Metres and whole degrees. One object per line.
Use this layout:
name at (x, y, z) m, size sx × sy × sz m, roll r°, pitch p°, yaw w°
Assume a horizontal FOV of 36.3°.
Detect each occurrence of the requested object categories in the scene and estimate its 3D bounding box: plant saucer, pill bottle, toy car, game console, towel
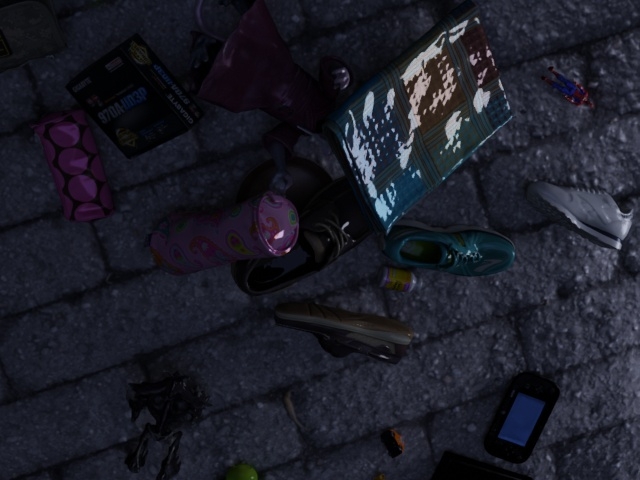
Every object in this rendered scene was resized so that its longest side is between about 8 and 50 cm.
plant saucer at (-0.064, -0.069, 1.847) m, size 0.199 × 0.036 × 0.198 m, roll -3°, pitch 107°, yaw -9°
pill bottle at (0.157, 0.078, 1.922) m, size 0.083 × 0.043 × 0.043 m, roll 13°, pitch 105°, yaw -12°
toy car at (0.138, 0.449, 2.050) m, size 0.041 × 0.060 × 0.122 m, roll -9°, pitch 137°, yaw -51°
game console at (0.380, 0.442, 2.071) m, size 0.213 × 0.044 × 0.361 m, roll 19°, pitch 103°, yaw -14°
towel at (0.184, -0.216, 1.735) m, size 0.370 × 0.040 × 0.271 m, roll -41°, pitch 128°, yaw -17°

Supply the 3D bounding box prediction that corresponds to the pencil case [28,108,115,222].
pencil case at (-0.440, -0.129, 1.743) m, size 0.098 × 0.095 × 0.209 m, roll -27°, pitch 112°, yaw -30°

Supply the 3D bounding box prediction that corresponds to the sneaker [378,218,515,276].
sneaker at (0.248, 0.028, 1.885) m, size 0.275 × 0.110 × 0.107 m, roll 5°, pitch 106°, yaw -11°

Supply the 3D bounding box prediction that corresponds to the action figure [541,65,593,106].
action figure at (0.476, -0.288, 1.865) m, size 0.115 × 0.030 × 0.038 m, roll 30°, pitch 96°, yaw -18°

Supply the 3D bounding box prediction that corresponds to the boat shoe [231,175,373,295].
boat shoe at (0.000, 0.000, 1.789) m, size 0.355 × 0.130 × 0.132 m, roll -36°, pitch 109°, yaw 4°

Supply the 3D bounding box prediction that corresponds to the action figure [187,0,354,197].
action figure at (-0.080, -0.262, 1.729) m, size 0.248 × 0.275 × 0.370 m, roll -46°, pitch 127°, yaw 12°

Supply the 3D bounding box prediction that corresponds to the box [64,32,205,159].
box at (-0.320, -0.241, 1.670) m, size 0.175 × 0.220 × 0.051 m, roll 51°, pitch 55°, yaw -19°

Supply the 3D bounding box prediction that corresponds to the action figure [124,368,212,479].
action figure at (-0.302, 0.331, 1.885) m, size 0.164 × 0.141 × 0.275 m, roll 14°, pitch 120°, yaw -10°

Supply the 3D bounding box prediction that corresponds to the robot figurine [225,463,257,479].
robot figurine at (-0.162, 0.509, 1.997) m, size 0.101 × 0.067 × 0.115 m, roll 4°, pitch 107°, yaw 3°

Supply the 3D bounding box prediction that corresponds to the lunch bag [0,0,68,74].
lunch bag at (-0.569, -0.405, 1.599) m, size 0.235 × 0.169 × 0.287 m, roll -19°, pitch 117°, yaw -6°

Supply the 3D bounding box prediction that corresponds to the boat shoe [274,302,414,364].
boat shoe at (0.042, 0.186, 1.910) m, size 0.285 × 0.103 × 0.092 m, roll 11°, pitch 101°, yaw -18°

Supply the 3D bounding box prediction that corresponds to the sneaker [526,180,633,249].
sneaker at (0.509, -0.068, 1.918) m, size 0.235 × 0.090 × 0.094 m, roll 27°, pitch 89°, yaw -19°

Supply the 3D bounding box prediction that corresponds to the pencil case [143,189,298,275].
pencil case at (-0.177, -0.011, 1.737) m, size 0.284 × 0.124 × 0.124 m, roll -10°, pitch 115°, yaw 37°
